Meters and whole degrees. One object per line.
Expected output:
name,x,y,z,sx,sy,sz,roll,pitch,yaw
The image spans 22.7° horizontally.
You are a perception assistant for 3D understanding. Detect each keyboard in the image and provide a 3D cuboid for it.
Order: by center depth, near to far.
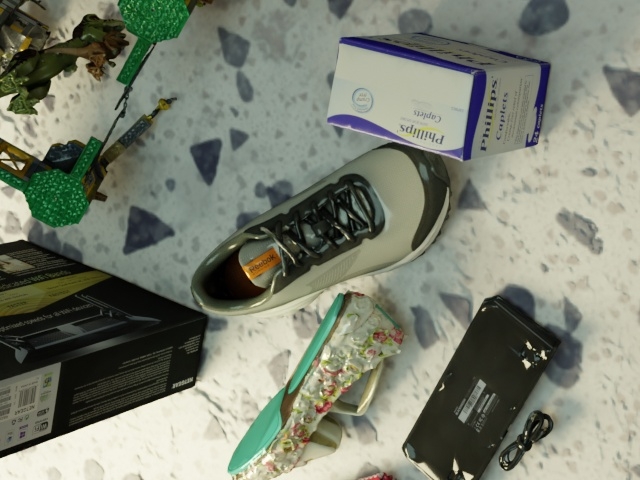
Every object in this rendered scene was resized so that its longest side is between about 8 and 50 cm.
keyboard,0.146,0.146,1.361,0.108,0.023,0.180,40,119,27

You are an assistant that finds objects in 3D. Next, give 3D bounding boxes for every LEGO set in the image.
LEGO set,-0.242,-0.198,1.485,0.255,0.192,0.331,22,120,-3

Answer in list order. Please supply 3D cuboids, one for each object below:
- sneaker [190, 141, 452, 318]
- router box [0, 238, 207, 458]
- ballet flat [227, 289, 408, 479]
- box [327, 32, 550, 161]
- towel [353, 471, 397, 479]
sneaker,0.000,0.001,1.376,0.271,0.108,0.100,-32,80,32
router box,-0.293,0.092,1.460,0.243,0.309,0.081,21,109,29
ballet flat,-0.002,0.148,1.426,0.077,0.091,0.241,28,123,-9
box,0.096,-0.118,1.270,0.126,0.137,0.072,17,108,29
towel,0.037,0.362,1.469,0.199,0.031,0.275,-23,84,36
